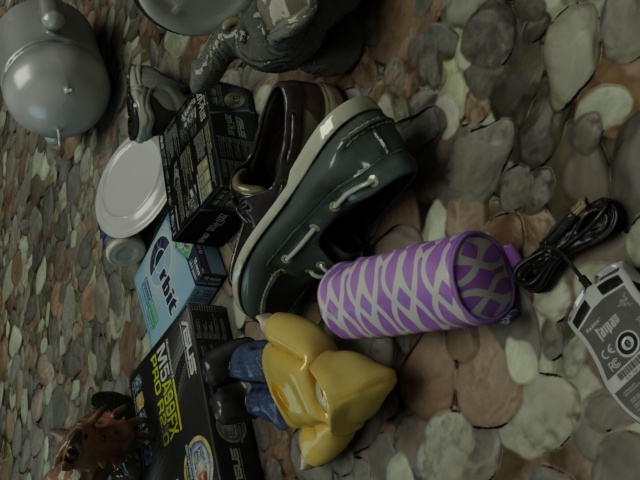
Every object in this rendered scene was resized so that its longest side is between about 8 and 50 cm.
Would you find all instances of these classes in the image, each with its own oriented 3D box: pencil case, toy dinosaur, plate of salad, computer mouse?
[{"bbox_3d":[0.085,0.042,0.753,0.206,0.088,0.086,-14,110,51],"label":"pencil case"},{"bbox_3d":[-0.318,0.292,1.151,0.296,0.127,0.200,29,101,68],"label":"toy dinosaur"},{"bbox_3d":[-0.295,-0.095,1.342,0.200,0.048,0.200,-17,61,34],"label":"plate of salad"},{"bbox_3d":[0.219,0.057,0.602,0.106,0.042,0.193,-53,38,28],"label":"computer mouse"}]

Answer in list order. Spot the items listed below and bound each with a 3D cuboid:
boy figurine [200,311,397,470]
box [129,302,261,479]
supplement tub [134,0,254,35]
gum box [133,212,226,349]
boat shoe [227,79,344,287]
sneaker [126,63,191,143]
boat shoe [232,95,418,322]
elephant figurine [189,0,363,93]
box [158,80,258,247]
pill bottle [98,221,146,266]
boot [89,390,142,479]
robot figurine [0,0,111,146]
[{"bbox_3d":[-0.022,0.163,0.866,0.285,0.092,0.177,-7,98,58],"label":"boy figurine"},{"bbox_3d":[-0.177,0.254,1.103,0.216,0.060,0.270,-48,47,40],"label":"box"},{"bbox_3d":[-0.213,-0.455,1.189,0.193,0.193,0.316,-57,42,31],"label":"supplement tub"},{"bbox_3d":[-0.213,0.054,1.214,0.184,0.041,0.157,-56,42,33],"label":"gum box"},{"bbox_3d":[-0.065,-0.061,0.981,0.103,0.092,0.285,49,122,48],"label":"boat shoe"},{"bbox_3d":[-0.253,-0.216,1.295,0.271,0.108,0.100,-122,31,-63],"label":"sneaker"},{"bbox_3d":[0.000,0.000,0.861,0.099,0.116,0.319,47,132,20],"label":"boat shoe"},{"bbox_3d":[-0.026,-0.256,0.919,0.186,0.169,0.239,26,99,69],"label":"elephant figurine"},{"bbox_3d":[-0.150,-0.105,1.125,0.147,0.077,0.180,-43,51,42],"label":"box"},{"bbox_3d":[-0.340,-0.019,1.387,0.067,0.067,0.120,-56,42,32],"label":"pill bottle"},{"bbox_3d":[-0.336,0.371,1.307,0.189,0.076,0.208,41,122,51],"label":"boot"},{"bbox_3d":[-0.527,-0.336,1.605,0.353,0.200,0.300,-119,29,-41],"label":"robot figurine"}]
